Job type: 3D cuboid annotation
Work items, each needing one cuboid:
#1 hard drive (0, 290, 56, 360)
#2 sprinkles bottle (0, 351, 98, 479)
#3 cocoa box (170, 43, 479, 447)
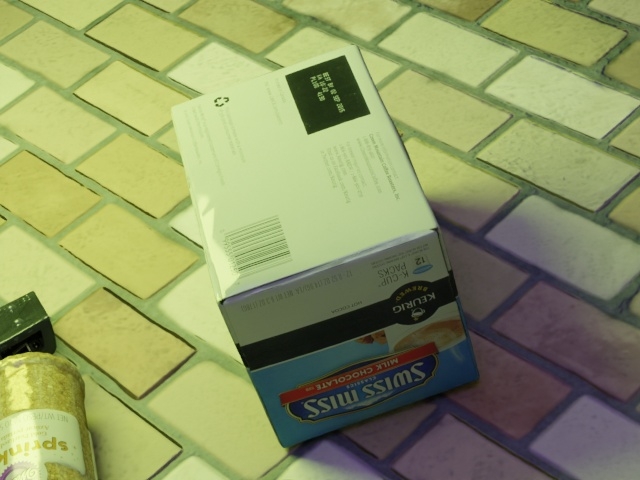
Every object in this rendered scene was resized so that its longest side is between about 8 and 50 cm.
[{"bbox_3d":[-0.414,0.148,1.783,0.254,0.054,0.172,-29,16,-10],"label":"hard drive"},{"bbox_3d":[-0.276,0.269,1.595,0.121,0.121,0.355,-19,40,-1],"label":"sprinkles bottle"},{"bbox_3d":[0.000,0.000,1.711,0.231,0.228,0.347,-19,41,-1],"label":"cocoa box"}]
